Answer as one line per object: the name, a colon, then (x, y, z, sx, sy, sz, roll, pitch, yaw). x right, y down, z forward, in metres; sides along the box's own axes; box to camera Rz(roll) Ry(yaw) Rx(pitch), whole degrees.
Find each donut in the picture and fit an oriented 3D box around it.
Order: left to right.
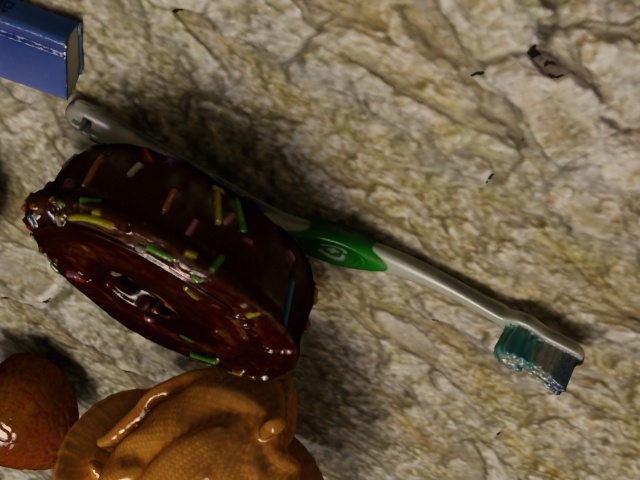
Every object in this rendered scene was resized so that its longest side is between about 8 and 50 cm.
donut: (-0.105, 0.010, 1.369, 0.235, 0.089, 0.235, 26, 162, 9)

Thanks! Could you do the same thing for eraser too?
eraser: (-0.211, -0.140, 1.335, 0.084, 0.027, 0.063, 20, 142, 9)

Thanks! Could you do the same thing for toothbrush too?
toothbrush: (0.002, -0.004, 1.376, 0.418, 0.040, 0.042, 29, 153, 3)

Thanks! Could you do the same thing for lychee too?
lychee: (-0.275, 0.145, 1.654, 0.140, 0.101, 0.114, 24, 153, -8)

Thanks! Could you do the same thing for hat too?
hat: (-0.064, 0.186, 1.461, 0.233, 0.244, 0.233, -10, 160, -24)
